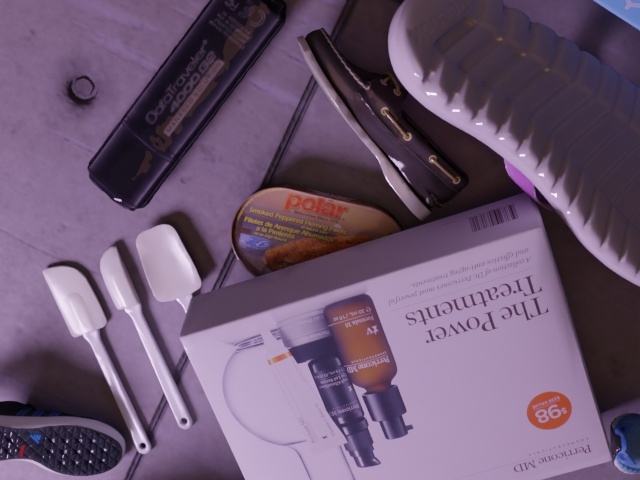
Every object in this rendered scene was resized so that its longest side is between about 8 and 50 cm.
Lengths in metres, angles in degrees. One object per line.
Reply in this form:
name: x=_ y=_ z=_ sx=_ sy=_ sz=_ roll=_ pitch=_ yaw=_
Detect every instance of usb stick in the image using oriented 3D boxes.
usb stick: x=-0.141 y=-0.151 z=1.142 sx=0.077 sy=0.045 sz=0.278 roll=40 pitch=105 yaw=2

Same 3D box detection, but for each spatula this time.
spatula: x=-0.188 y=0.114 z=1.227 sx=0.168 sy=0.019 sz=0.242 roll=-21 pitch=101 yaw=9

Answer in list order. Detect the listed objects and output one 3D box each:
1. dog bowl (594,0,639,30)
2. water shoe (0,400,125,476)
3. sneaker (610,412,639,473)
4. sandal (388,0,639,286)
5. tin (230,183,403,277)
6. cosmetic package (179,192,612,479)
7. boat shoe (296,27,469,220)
dog bowl: x=0.334 y=-0.228 z=1.025 sx=0.297 sy=0.166 sz=0.074 roll=32 pitch=117 yaw=-4
water shoe: x=-0.319 y=0.210 z=1.240 sx=0.203 sy=0.080 sz=0.073 roll=13 pitch=110 yaw=-24
sneaker: x=0.369 y=0.209 z=1.143 sx=0.162 sy=0.073 sz=0.063 roll=6 pitch=73 yaw=-28
sandal: x=0.232 y=-0.103 z=1.088 sx=0.416 sy=0.102 sz=0.169 roll=40 pitch=71 yaw=-15
tin: x=0.000 y=0.000 z=1.173 sx=0.189 sy=0.040 sz=0.106 roll=14 pitch=109 yaw=1
cosmetic package: x=0.082 y=0.144 z=1.152 sx=0.377 sy=0.097 sz=0.284 roll=-18 pitch=114 yaw=9
boat shoe: x=0.063 y=-0.127 z=1.114 sx=0.068 sy=0.081 sz=0.228 roll=-35 pitch=106 yaw=10
